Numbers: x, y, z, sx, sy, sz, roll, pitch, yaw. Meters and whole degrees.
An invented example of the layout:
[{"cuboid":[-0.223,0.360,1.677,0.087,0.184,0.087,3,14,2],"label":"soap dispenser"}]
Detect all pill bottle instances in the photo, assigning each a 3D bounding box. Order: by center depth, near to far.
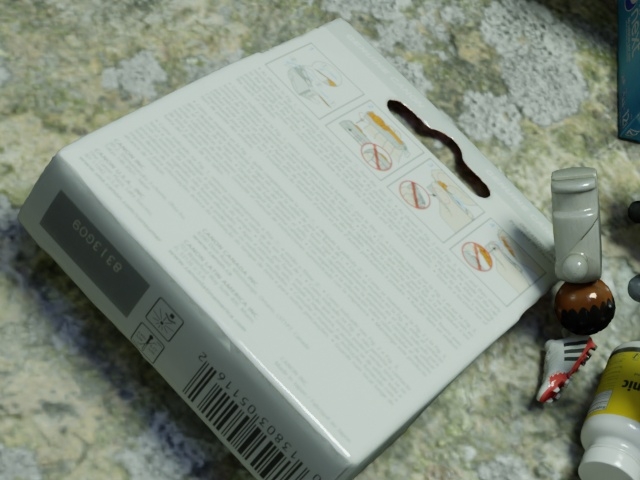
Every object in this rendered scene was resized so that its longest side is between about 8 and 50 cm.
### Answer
[{"cuboid":[0.242,0.142,1.314,0.065,0.065,0.116,30,56,-3],"label":"pill bottle"}]

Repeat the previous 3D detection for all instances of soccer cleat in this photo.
[{"cuboid":[0.190,0.099,1.343,0.035,0.029,0.083,36,51,13],"label":"soccer cleat"}]

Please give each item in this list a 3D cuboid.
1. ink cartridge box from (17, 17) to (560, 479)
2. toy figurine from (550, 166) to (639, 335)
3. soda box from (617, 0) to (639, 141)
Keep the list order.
[{"cuboid":[0.000,0.000,1.315,0.308,0.091,0.385,46,39,9],"label":"ink cartridge box"},{"cuboid":[0.294,0.011,1.315,0.209,0.213,0.148,-21,112,-32],"label":"toy figurine"},{"cuboid":[0.316,-0.188,1.531,0.067,0.071,0.210,13,57,-13],"label":"soda box"}]
